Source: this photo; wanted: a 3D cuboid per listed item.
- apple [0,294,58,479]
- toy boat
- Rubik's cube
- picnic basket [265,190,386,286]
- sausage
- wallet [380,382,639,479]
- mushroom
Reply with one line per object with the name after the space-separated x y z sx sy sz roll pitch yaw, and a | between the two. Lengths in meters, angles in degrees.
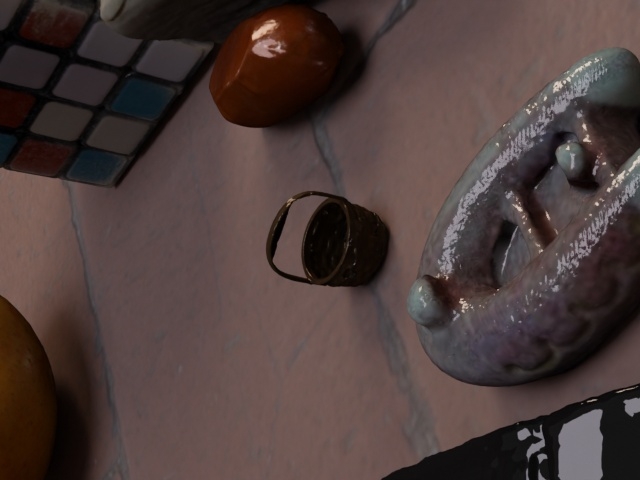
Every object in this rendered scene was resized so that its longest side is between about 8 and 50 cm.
-0.415 0.184 1.490 0.299 0.299 0.275 -58 29 29 | apple
0.125 -0.007 0.883 0.227 0.085 0.155 -54 40 34 | toy boat
-0.279 -0.236 1.447 0.253 0.256 0.259 -45 44 42 | Rubik's cube
0.000 0.000 1.083 0.072 0.083 0.072 -28 56 52 | picnic basket
-0.042 -0.141 1.198 0.179 0.089 0.089 151 124 -63 | sausage
0.138 0.219 0.829 0.323 0.041 0.247 -30 56 47 | wallet
-0.035 -0.234 1.159 0.328 0.159 0.122 -14 112 53 | mushroom
